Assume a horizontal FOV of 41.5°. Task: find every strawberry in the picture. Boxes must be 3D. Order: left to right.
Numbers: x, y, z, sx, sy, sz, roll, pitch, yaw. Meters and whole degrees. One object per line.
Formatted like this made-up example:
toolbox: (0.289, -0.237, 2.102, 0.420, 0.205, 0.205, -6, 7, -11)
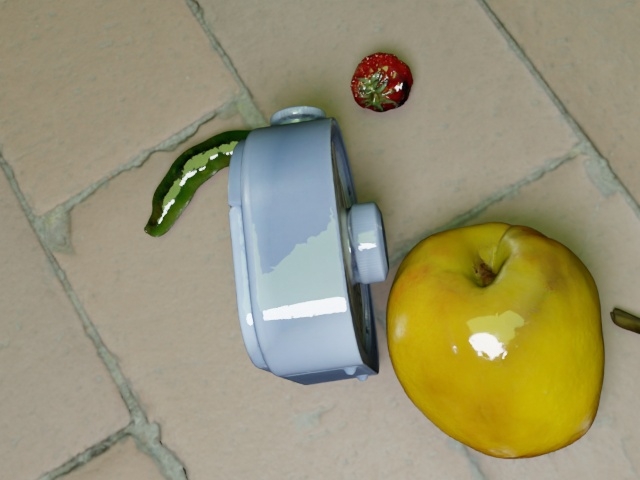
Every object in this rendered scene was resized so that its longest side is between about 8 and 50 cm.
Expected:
strawberry: (0.095, -0.251, 1.320, 0.106, 0.106, 0.106, -2, 77, 9)

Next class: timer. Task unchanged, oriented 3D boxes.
timer: (0.000, 0.000, 1.136, 0.173, 0.395, 0.394, -9, 76, 8)

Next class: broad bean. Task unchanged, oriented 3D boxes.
broad bean: (-0.154, -0.103, 1.349, 0.292, 0.049, 0.144, -14, 77, 6)

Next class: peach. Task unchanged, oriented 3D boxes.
peach: (0.230, 0.141, 1.118, 0.289, 0.307, 0.289, -11, 31, 7)

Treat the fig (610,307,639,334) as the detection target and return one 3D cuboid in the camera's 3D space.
fig: (0.562, 0.144, 1.112, 0.369, 0.286, 0.286, 24, 81, 45)
